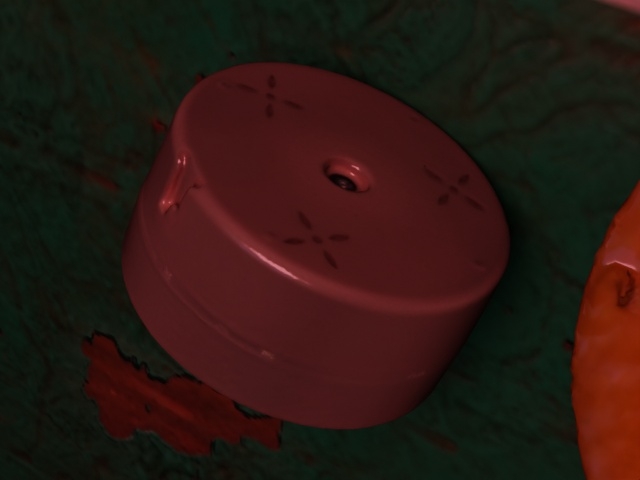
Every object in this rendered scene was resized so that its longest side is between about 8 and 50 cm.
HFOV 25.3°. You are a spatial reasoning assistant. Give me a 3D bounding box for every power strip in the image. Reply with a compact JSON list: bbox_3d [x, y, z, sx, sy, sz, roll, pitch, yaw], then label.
[{"bbox_3d":[0.000,0.000,0.593,0.154,0.154,0.078,40,127,17],"label":"power strip"}]

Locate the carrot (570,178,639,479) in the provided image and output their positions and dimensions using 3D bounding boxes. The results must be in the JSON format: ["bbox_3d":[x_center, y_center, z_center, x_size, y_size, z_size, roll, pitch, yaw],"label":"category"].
[{"bbox_3d":[0.224,0.041,0.468,0.258,0.100,0.307,38,127,15],"label":"carrot"}]
